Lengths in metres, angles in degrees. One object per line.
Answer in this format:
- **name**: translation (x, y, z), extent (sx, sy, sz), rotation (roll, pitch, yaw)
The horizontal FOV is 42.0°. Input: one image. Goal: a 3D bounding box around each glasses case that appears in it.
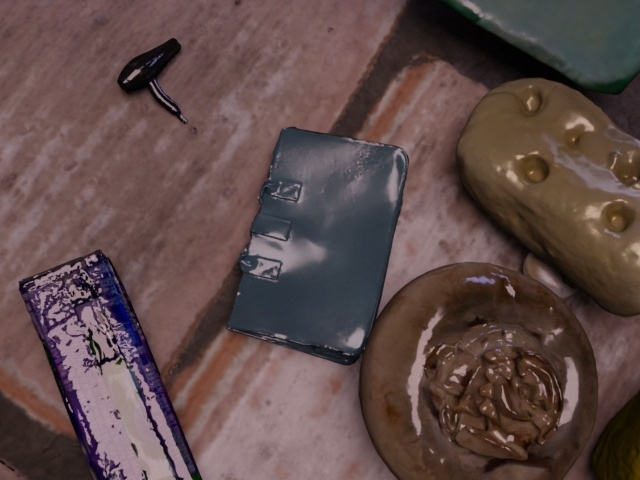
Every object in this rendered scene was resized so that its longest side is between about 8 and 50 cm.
- **glasses case**: translation (0.280, -0.002, 0.870), extent (0.164, 0.041, 0.063), rotation (-39, 80, -15)

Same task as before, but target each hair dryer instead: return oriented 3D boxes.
- **hair dryer**: translation (-0.158, -0.160, 0.860), extent (0.079, 0.031, 0.083), rotation (-43, 99, -25)

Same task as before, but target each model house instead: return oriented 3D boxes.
- **model house**: translation (0.271, -0.341, 0.901), extent (0.280, 0.230, 0.249), rotation (31, 32, -2)

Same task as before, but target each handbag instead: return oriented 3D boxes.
- **handbag**: translation (0.000, 0.000, 0.823), extent (0.144, 0.057, 0.221), rotation (16, 74, 0)

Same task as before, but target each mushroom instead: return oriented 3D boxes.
- **mushroom**: translation (0.147, 0.128, 0.742), extent (0.226, 0.178, 0.226), rotation (4, 73, -14)

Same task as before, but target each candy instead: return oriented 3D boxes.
- **candy**: translation (-0.174, 0.164, 0.748), extent (0.088, 0.061, 0.312), rotation (-22, 80, -15)

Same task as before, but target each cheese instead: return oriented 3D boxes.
- **cheese**: translation (0.255, -0.057, 0.823), extent (0.159, 0.093, 0.263), rotation (-41, 64, -18)

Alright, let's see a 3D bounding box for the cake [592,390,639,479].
- **cake**: translation (0.397, 0.191, 0.785), extent (0.260, 0.156, 0.179), rotation (-40, 78, -14)
